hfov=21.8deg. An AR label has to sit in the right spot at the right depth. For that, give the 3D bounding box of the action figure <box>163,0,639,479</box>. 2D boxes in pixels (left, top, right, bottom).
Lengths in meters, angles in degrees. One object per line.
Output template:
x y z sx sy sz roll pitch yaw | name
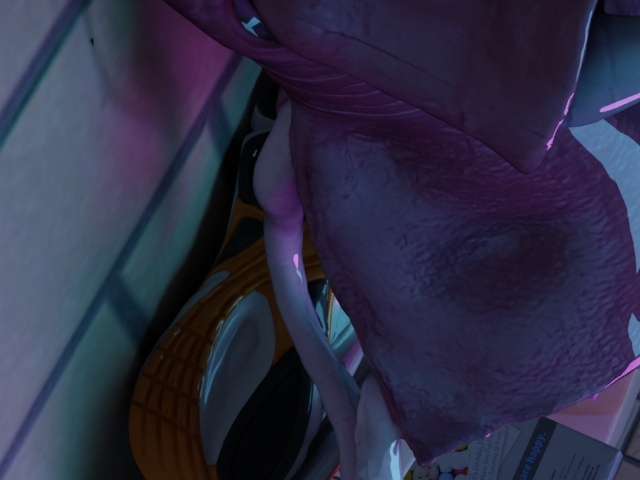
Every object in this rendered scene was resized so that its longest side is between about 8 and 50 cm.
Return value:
0.008 -0.092 0.534 0.276 0.248 0.370 -34 148 15 | action figure

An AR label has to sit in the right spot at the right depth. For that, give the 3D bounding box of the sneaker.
0.000 0.000 0.770 0.262 0.099 0.121 -59 173 0 | sneaker

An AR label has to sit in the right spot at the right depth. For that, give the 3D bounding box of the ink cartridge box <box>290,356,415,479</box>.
0.004 0.126 0.832 0.239 0.060 0.275 -44 -177 39 | ink cartridge box

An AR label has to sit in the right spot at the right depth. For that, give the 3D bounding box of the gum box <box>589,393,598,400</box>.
0.188 0.028 1.268 0.062 0.107 0.188 -52 159 -43 | gum box

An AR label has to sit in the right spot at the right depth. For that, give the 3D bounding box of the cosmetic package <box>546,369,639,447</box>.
0.233 0.056 1.517 0.113 0.160 0.309 -44 153 -53 | cosmetic package

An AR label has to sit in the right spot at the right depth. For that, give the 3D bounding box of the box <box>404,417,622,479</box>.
0.088 0.169 1.115 0.145 0.186 0.038 -65 163 -6 | box
